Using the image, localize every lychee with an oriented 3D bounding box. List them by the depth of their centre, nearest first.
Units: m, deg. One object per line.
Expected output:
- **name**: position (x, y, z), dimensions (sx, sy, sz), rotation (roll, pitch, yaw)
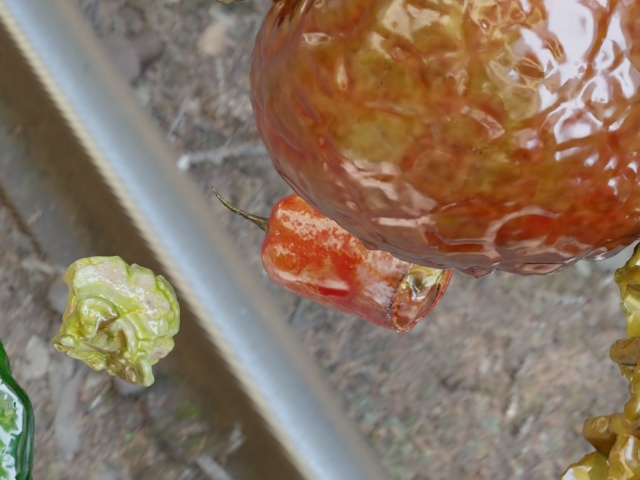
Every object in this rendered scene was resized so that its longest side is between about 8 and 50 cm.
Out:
- **lychee**: position (0.073, -0.117, 0.908), dimensions (0.300, 0.255, 0.255), rotation (28, 58, -21)

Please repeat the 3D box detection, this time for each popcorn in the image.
- **popcorn**: position (-0.164, 0.063, 1.468), dimensions (0.096, 0.089, 0.109), rotation (-13, 108, 9)

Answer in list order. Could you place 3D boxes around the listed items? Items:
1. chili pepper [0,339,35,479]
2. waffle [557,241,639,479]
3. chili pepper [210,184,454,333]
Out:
- **chili pepper**: position (-0.148, 0.048, 0.593), dimensions (0.074, 0.257, 0.100), rotation (3, 46, 28)
- **waffle**: position (0.130, 0.157, 0.849), dimensions (0.069, 0.293, 0.260), rotation (28, 20, -20)
- **chili pepper**: position (0.000, 0.000, 1.308), dimensions (0.192, 0.084, 0.086), rotation (25, 93, 21)
